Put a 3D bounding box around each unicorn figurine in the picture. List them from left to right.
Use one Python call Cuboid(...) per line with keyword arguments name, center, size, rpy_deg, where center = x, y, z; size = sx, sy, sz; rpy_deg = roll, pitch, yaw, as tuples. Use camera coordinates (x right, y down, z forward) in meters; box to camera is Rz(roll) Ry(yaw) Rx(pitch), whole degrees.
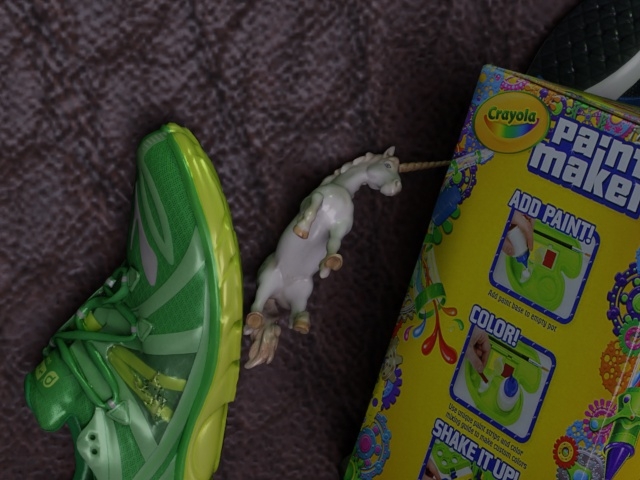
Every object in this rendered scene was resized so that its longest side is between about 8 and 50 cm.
Cuboid(name="unicorn figurine", center=(0.000, 0.000, 0.993), size=(0.162, 0.111, 0.060), rpy_deg=(-41, 102, 21))

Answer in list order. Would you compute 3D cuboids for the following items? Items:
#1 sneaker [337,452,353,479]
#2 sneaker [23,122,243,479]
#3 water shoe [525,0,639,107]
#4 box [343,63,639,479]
Cuboid(name="sneaker", center=(0.106, 0.205, 1.069), size=(0.130, 0.087, 0.227), rpy_deg=(-35, 111, -2))
Cuboid(name="sneaker", center=(-0.116, 0.075, 0.977), size=(0.124, 0.109, 0.295), rpy_deg=(5, 103, -15))
Cuboid(name="water shoe", center=(0.169, -0.081, 1.024), size=(0.203, 0.073, 0.080), rpy_deg=(-49, 135, 2))
Cuboid(name="box", center=(0.207, 0.072, 0.953), size=(0.290, 0.177, 0.279), rpy_deg=(9, 104, -38))
